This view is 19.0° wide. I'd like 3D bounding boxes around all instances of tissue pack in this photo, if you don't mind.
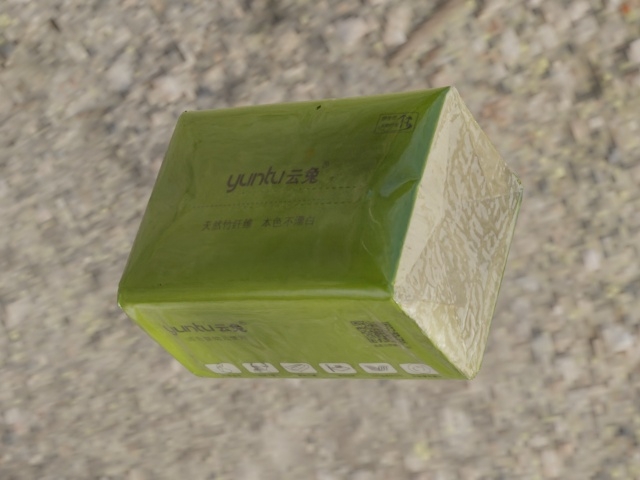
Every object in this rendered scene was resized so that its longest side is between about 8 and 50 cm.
[{"bbox_3d":[0.000,0.000,1.598,0.167,0.274,0.200,48,50,-45],"label":"tissue pack"}]
